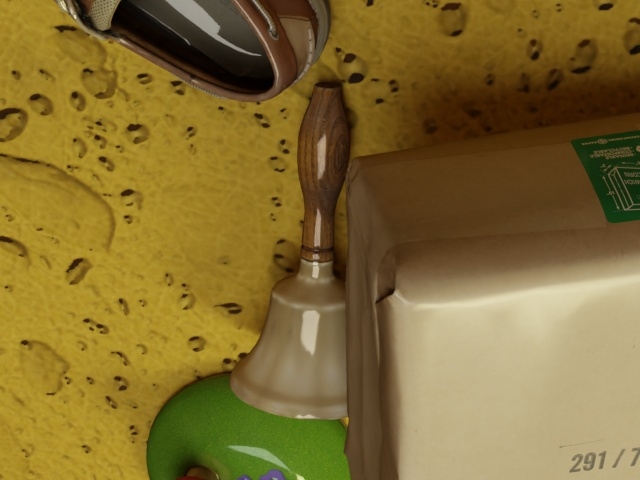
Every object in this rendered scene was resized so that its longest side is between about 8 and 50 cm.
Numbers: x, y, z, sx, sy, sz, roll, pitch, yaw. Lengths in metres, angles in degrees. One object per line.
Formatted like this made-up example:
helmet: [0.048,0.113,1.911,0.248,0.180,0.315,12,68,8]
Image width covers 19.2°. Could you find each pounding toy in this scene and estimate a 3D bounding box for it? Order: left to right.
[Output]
pounding toy: [-0.062,0.235,1.568,0.183,0.110,0.237,1,121,11]

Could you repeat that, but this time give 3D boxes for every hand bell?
hand bell: [0.000,0.000,1.431,0.126,0.126,0.242,7,110,7]

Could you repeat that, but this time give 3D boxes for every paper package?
paper package: [0.184,0.076,1.307,0.324,0.168,0.309,-8,131,-8]

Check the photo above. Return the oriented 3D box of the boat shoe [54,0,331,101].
boat shoe: [-0.141,-0.203,1.310,0.324,0.116,0.123,28,122,-6]
